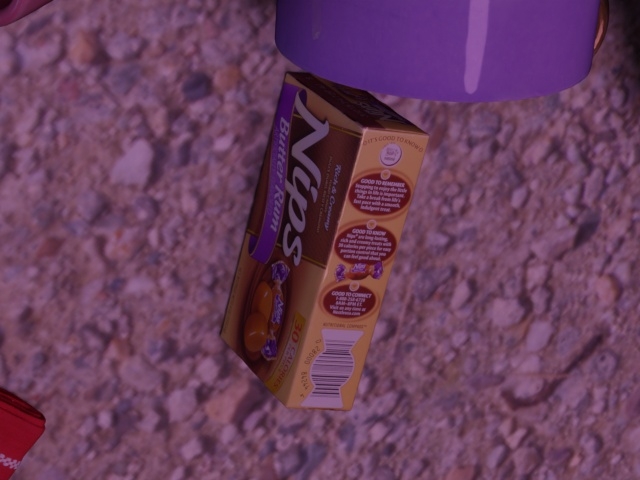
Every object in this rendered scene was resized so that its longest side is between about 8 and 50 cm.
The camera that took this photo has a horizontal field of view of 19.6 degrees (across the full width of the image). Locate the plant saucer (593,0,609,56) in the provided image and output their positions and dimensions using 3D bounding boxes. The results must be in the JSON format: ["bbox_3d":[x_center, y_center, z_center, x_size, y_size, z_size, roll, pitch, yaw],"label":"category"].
[{"bbox_3d":[0.161,-0.143,1.238,0.083,0.015,0.083,-11,117,-23],"label":"plant saucer"}]

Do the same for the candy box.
[{"bbox_3d":[0.000,0.000,1.161,0.053,0.109,0.186,3,111,-29],"label":"candy box"}]

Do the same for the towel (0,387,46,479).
[{"bbox_3d":[-0.316,0.171,1.122,0.199,0.031,0.275,35,96,-37],"label":"towel"}]

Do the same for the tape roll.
[{"bbox_3d":[0.069,-0.148,1.080,0.189,0.189,0.080,-8,117,-25],"label":"tape roll"}]

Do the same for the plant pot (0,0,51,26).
[{"bbox_3d":[-0.141,-0.237,0.938,0.180,0.201,0.201,-36,126,-28],"label":"plant pot"}]
